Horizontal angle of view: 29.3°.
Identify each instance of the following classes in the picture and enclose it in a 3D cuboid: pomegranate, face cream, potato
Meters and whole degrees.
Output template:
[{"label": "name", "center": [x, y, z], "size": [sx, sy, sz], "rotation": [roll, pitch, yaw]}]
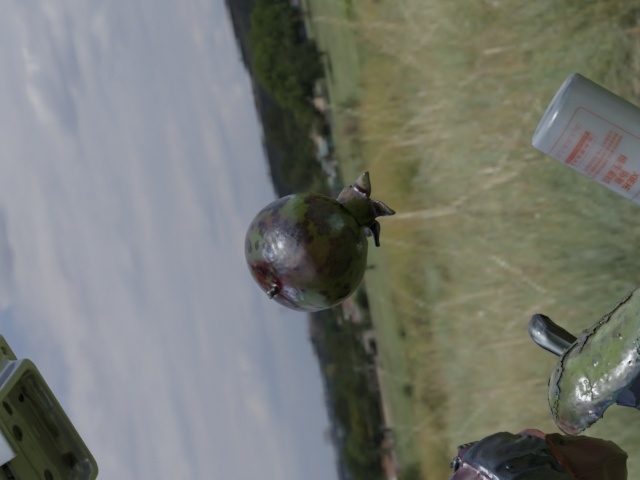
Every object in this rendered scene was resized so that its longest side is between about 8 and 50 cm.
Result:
[{"label": "pomegranate", "center": [0.002, 0.006, 1.368], "size": [0.148, 0.169, 0.148], "rotation": [54, 157, 36]}, {"label": "face cream", "center": [0.376, -0.093, 1.415], "size": [0.101, 0.252, 0.101], "rotation": [-60, -2, -3]}, {"label": "potato", "center": [0.251, 0.076, 1.003], "size": [0.054, 0.198, 0.119], "rotation": [42, -149, 6]}]

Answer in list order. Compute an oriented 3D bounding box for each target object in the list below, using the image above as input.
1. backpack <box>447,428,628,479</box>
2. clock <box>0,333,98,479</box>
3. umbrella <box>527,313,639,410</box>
[{"label": "backpack", "center": [0.276, 0.362, 1.615], "size": [0.197, 0.317, 0.283], "rotation": [34, 121, 34]}, {"label": "clock", "center": [-0.367, 0.258, 1.495], "size": [0.262, 0.116, 0.231], "rotation": [62, -167, -12]}, {"label": "umbrella", "center": [0.329, 0.156, 1.309], "size": [0.071, 0.248, 0.071], "rotation": [-64, 3, 7]}]
